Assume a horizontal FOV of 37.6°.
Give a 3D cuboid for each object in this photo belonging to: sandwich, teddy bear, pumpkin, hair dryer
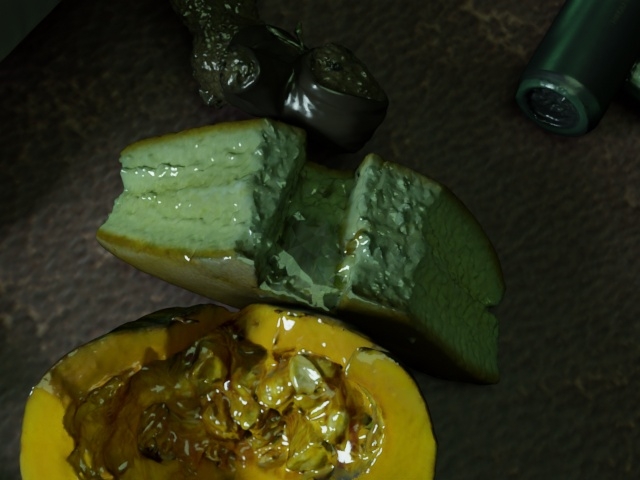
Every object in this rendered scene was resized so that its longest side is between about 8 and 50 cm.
[{"bbox_3d":[0.000,0.000,0.504,0.244,0.088,0.090,18,68,-3],"label":"sandwich"},{"bbox_3d":[-0.035,-0.101,0.532,0.160,0.119,0.078,44,111,20],"label":"teddy bear"},{"bbox_3d":[-0.040,0.089,0.460,0.183,0.107,0.119,4,95,-1],"label":"pumpkin"},{"bbox_3d":[0.223,-0.078,0.588,0.198,0.057,0.100,33,73,-5],"label":"hair dryer"}]

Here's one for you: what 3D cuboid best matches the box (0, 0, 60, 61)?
[{"bbox_3d":[-0.219,-0.166,0.479,0.264,0.106,0.336,26,63,16],"label":"box"}]
